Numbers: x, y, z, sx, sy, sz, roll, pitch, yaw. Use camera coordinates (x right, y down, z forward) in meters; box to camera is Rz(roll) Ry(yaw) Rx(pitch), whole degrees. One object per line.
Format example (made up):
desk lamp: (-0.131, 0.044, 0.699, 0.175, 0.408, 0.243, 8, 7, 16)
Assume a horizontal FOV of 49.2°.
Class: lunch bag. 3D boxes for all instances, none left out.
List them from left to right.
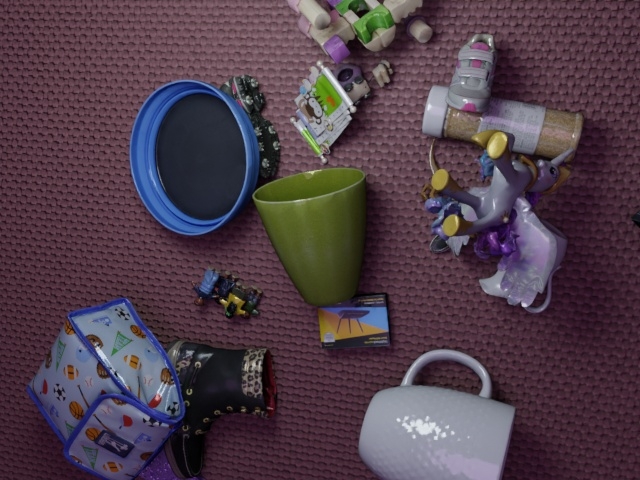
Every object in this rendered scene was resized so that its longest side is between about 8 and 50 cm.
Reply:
lunch bag: (-0.540, 0.404, 1.800, 0.385, 0.239, 0.328, 48, 122, 16)

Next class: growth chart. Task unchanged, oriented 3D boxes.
growth chart: (0.001, -0.316, 1.719, 0.172, 0.021, 0.237, 49, 145, 9)

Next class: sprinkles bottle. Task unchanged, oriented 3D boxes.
sprinkles bottle: (0.423, -0.274, 1.639, 0.356, 0.121, 0.121, 14, 97, 12)

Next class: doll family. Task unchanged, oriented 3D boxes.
doll family: (-0.252, 0.150, 1.859, 0.193, 0.076, 0.111, 30, 105, 14)

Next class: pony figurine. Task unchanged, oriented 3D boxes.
pony figurine: (0.384, -0.071, 1.506, 0.303, 0.364, 0.351, 42, 113, 39)

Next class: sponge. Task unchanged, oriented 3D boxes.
sponge: (-0.424, 0.657, 1.957, 0.210, 0.031, 0.117, 40, 102, 7)

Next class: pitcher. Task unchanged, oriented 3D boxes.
pitcher: (0.508, 0.065, 1.660, 0.178, 0.125, 0.207, 28, 112, -12)

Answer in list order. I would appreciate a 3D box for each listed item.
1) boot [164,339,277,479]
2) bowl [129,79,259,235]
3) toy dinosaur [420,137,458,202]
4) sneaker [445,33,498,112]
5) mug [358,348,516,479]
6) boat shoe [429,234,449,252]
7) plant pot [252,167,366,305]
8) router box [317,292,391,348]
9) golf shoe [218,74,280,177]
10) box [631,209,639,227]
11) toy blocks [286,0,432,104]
boot: (-0.265, 0.451, 1.856, 0.284, 0.138, 0.377, -2, 89, 13)
bowl: (-0.322, -0.211, 1.788, 0.391, 0.077, 0.390, 5, 101, 30)
toy dinosaur: (0.299, -0.143, 1.722, 0.112, 0.064, 0.211, -36, 87, -14)
sneaker: (0.345, -0.384, 1.581, 0.103, 0.252, 0.111, 9, 137, 7)
mug: (0.287, 0.443, 1.679, 0.328, 0.276, 0.374, 12, 67, 19)
boat shoe: (0.326, -0.008, 1.727, 0.125, 0.038, 0.046, -29, 89, 14)
plant pot: (0.000, 0.000, 1.711, 0.275, 0.275, 0.293, -7, 109, 13)
router box: (0.088, 0.206, 1.795, 0.179, 0.046, 0.133, -5, 94, 13)
golf shoe: (-0.188, -0.286, 1.806, 0.120, 0.105, 0.272, -17, 89, 34)
box: (0.932, -0.029, 1.514, 0.312, 0.179, 0.343, -45, 85, 13)
toy blocks: (0.076, -0.561, 1.675, 0.289, 0.309, 0.260, -36, 53, 2)
